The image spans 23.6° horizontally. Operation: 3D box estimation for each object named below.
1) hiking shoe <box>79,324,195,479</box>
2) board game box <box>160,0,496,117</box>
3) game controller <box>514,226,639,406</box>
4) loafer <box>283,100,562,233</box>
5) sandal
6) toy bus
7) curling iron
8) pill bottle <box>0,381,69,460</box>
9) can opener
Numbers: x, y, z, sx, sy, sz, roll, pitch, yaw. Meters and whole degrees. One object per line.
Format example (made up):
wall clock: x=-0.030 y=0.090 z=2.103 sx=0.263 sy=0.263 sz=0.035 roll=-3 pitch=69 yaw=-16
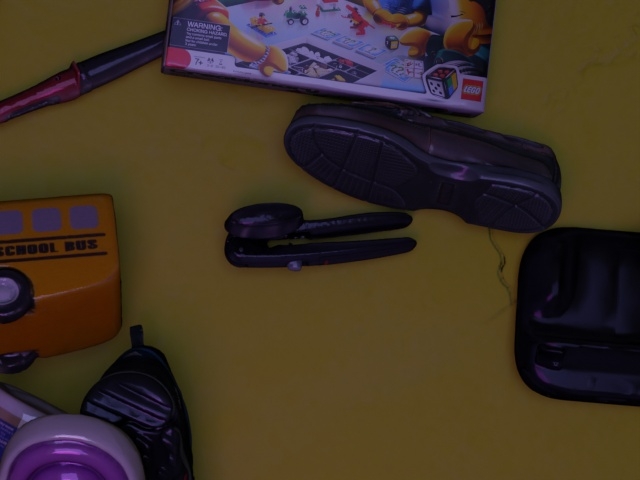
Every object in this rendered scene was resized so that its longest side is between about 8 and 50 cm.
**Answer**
hiking shoe: x=-0.149 y=0.239 z=1.385 sx=0.113 sy=0.132 sz=0.304 roll=2 pitch=110 yaw=3
board game box: x=0.014 y=-0.232 z=1.437 sx=0.305 sy=0.053 sz=0.193 roll=7 pitch=86 yaw=-8
game controller: x=0.345 y=0.078 z=1.460 sx=0.319 sy=0.067 sz=0.166 roll=5 pitch=72 yaw=-4
loafer: x=0.098 y=-0.080 z=1.441 sx=0.267 sy=0.096 sz=0.084 roll=17 pitch=50 yaw=-5
sandal: x=-0.226 y=0.339 z=1.299 sx=0.169 sy=0.102 sz=0.416 roll=0 pitch=116 yaw=1
toy bus: x=-0.344 y=0.044 z=1.350 sx=0.332 sy=0.108 sz=0.130 roll=-5 pitch=57 yaw=-10
curling iron: x=-0.240 y=-0.160 z=1.436 sx=0.274 sy=0.035 sz=0.068 roll=-17 pitch=88 yaw=-4
pill bottle: x=-0.294 y=0.231 z=1.374 sx=0.112 sy=0.112 sz=0.187 roll=28 pitch=87 yaw=-2
can opener: x=0.000 y=0.000 z=1.435 sx=0.186 sy=0.073 sz=0.059 roll=2 pitch=79 yaw=-13
